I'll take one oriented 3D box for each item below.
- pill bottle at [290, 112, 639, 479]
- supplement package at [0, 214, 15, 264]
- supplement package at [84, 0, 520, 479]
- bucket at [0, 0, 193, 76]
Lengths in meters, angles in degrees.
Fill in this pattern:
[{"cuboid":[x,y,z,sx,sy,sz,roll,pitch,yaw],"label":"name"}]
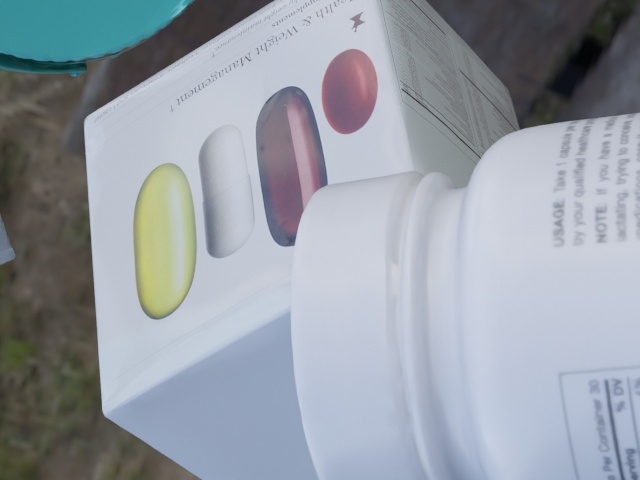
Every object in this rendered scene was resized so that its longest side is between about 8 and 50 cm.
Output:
[{"cuboid":[0.142,0.030,0.717,0.160,0.283,0.160,-5,-90,-74],"label":"pill bottle"},{"cuboid":[-0.386,-0.048,1.386,0.145,0.262,0.204,51,159,46],"label":"supplement package"},{"cuboid":[0.000,0.000,0.989,0.194,0.149,0.203,-30,45,21],"label":"supplement package"},{"cuboid":[-0.183,-0.246,1.306,0.183,0.281,0.281,-134,64,-77],"label":"bucket"}]
